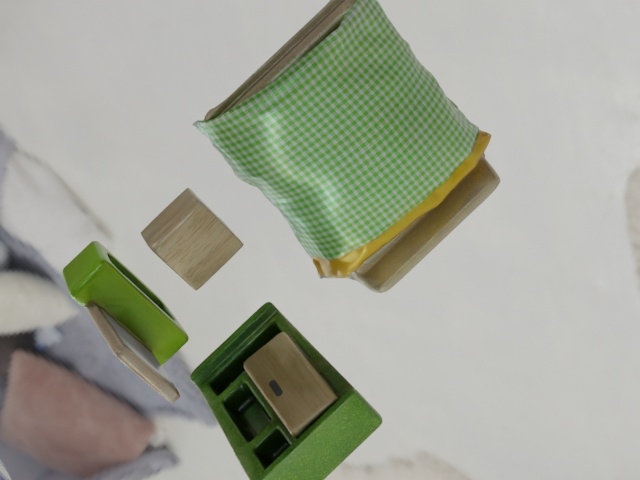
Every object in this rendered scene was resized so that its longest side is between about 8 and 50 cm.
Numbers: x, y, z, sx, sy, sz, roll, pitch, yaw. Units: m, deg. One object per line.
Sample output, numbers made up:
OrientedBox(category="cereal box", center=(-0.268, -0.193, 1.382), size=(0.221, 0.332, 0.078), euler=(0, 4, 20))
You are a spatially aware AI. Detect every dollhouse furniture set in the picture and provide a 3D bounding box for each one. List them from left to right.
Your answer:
OrientedBox(category="dollhouse furniture set", center=(0.000, 0.000, 0.927), size=(0.197, 0.301, 0.151), euler=(47, 179, -33))

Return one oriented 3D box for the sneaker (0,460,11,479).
OrientedBox(category="sneaker", center=(-0.142, 0.241, 0.619), size=(0.182, 0.127, 0.316), euler=(38, 143, 27))
